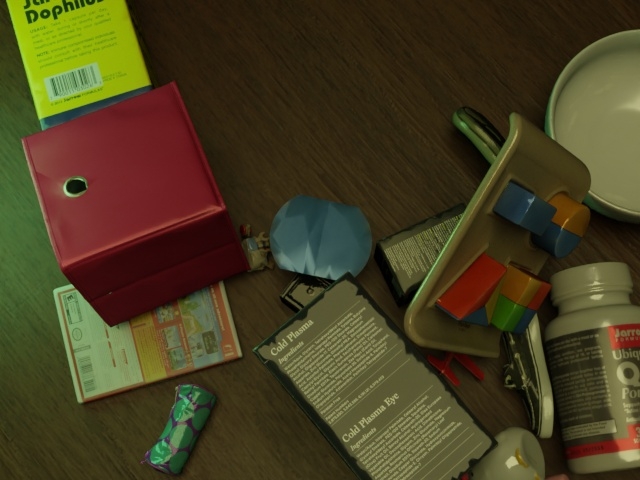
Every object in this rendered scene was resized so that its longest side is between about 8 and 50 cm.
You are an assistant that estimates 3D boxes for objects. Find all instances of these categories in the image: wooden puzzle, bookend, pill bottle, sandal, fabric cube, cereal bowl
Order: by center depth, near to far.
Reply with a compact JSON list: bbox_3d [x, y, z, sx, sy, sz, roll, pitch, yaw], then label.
[{"bbox_3d":[0.289,0.017,1.397,0.080,0.322,0.348,29,97,34],"label":"wooden puzzle"},{"bbox_3d":[0.455,0.204,1.504,0.176,0.176,0.318,-7,74,-1],"label":"pill bottle"},{"bbox_3d":[-0.289,-0.053,1.520,0.258,0.259,0.254,-21,66,-4],"label":"fabric cube"},{"bbox_3d":[-0.030,0.047,1.604,0.157,0.072,0.156,37,80,9],"label":"bookend"},{"bbox_3d":[0.546,-0.181,1.616,0.339,0.141,0.339,0,77,0],"label":"cereal bowl"},{"bbox_3d":[0.321,-0.099,1.628,0.086,0.120,0.303,-42,76,20],"label":"sandal"}]

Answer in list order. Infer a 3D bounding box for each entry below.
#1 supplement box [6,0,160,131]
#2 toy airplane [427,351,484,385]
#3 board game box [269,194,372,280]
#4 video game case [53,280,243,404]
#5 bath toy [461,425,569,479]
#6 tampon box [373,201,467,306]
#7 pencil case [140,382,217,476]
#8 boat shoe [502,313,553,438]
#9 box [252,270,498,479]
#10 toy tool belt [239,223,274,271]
[{"bbox_3d":[-0.406,-0.339,1.639,0.195,0.194,0.356,-18,77,-3],"label":"supplement box"},{"bbox_3d":[0.211,0.186,1.551,0.151,0.028,0.151,22,44,-23],"label":"toy airplane"},{"bbox_3d":[0.000,0.000,1.562,0.169,0.033,0.133,12,71,-2],"label":"board game box"},{"bbox_3d":[-0.294,0.142,1.609,0.285,0.025,0.204,-16,77,-3],"label":"video game case"},{"bbox_3d":[0.337,0.437,1.426,0.129,0.151,0.348,-30,106,31],"label":"bath toy"},{"bbox_3d":[0.184,0.026,1.581,0.161,0.120,0.101,-24,77,-5],"label":"tampon box"},{"bbox_3d":[-0.231,0.308,1.548,0.070,0.064,0.151,26,77,-10],"label":"pencil case"},{"bbox_3d":[0.335,0.220,1.560,0.070,0.078,0.219,-6,68,-1],"label":"boat shoe"},{"bbox_3d":[0.077,0.242,1.417,0.179,0.343,0.312,-41,80,-7],"label":"box"},{"bbox_3d":[-0.109,0.012,1.631,0.051,0.052,0.083,-5,78,-33],"label":"toy tool belt"}]
